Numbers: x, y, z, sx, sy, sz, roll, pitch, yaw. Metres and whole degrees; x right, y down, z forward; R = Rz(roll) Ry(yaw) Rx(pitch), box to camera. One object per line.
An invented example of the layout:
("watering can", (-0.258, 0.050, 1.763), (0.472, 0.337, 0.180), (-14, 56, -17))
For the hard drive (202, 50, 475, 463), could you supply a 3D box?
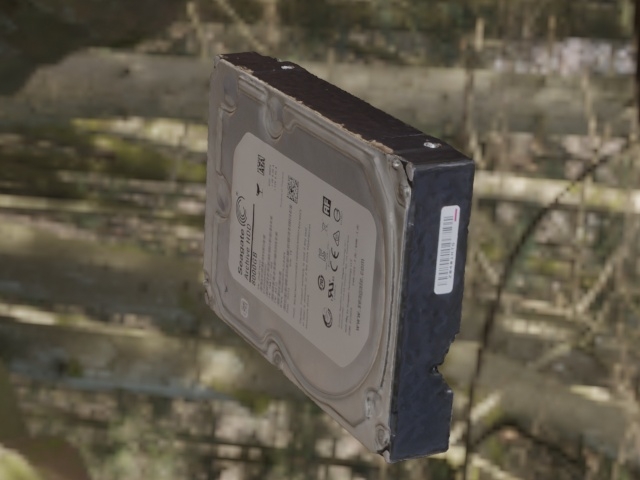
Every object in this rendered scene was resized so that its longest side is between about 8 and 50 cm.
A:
("hard drive", (0.000, 0.000, 1.310), (0.339, 0.064, 0.237), (37, -52, 56))
